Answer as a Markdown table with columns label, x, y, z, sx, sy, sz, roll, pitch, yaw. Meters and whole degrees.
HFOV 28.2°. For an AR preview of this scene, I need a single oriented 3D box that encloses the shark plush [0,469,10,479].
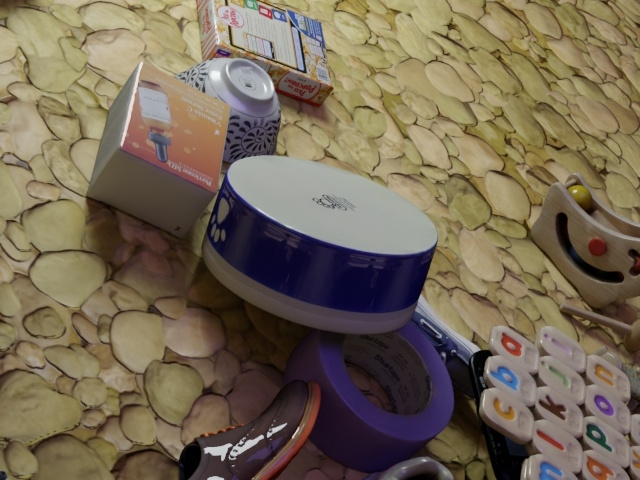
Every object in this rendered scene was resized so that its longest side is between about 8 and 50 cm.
| label | x | y | z | sx | sy | sz | roll | pitch | yaw |
| --- | --- | --- | --- | --- | --- | --- | --- | --- | --- |
| shark plush | -0.313 | 0.239 | 1.140 | 0.161 | 0.073 | 0.067 | 33 | 53 | -44 |

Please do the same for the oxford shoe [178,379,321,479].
| label | x | y | z | sx | sy | sz | roll | pitch | yaw |
| --- | --- | --- | --- | --- | --- | --- | --- | --- | --- |
| oxford shoe | -0.082 | 0.216 | 1.306 | 0.098 | 0.097 | 0.271 | 36 | 37 | 2 |

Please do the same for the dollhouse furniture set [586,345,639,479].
| label | x | y | z | sx | sy | sz | roll | pitch | yaw |
| --- | --- | --- | --- | --- | --- | --- | --- | --- | --- |
| dollhouse furniture set | 0.369 | 0.226 | 1.637 | 0.182 | 0.101 | 0.161 | 28 | 36 | -45 |

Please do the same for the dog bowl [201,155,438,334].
| label | x | y | z | sx | sy | sz | roll | pitch | yaw |
| --- | --- | --- | --- | --- | --- | --- | --- | --- | --- |
| dog bowl | 0.000 | 0.000 | 1.494 | 0.265 | 0.104 | 0.265 | 16 | 21 | -6 |

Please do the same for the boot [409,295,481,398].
| label | x | y | z | sx | sy | sz | roll | pitch | yaw |
| --- | --- | --- | --- | --- | --- | --- | --- | --- | --- |
| boot | 0.132 | 0.142 | 1.594 | 0.190 | 0.069 | 0.086 | 44 | 44 | 16 |

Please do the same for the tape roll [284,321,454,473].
| label | x | y | z | sx | sy | sz | roll | pitch | yaw |
| --- | --- | --- | --- | --- | --- | --- | --- | --- | --- |
| tape roll | 0.057 | 0.169 | 1.481 | 0.189 | 0.080 | 0.189 | 24 | 40 | -22 |

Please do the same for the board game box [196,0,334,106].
| label | x | y | z | sx | sy | sz | roll | pitch | yaw |
| --- | --- | --- | --- | --- | --- | --- | --- | --- | --- |
| board game box | -0.080 | -0.285 | 1.834 | 0.193 | 0.045 | 0.146 | 17 | 44 | -28 |

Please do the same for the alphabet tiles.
| label | x | y | z | sx | sy | sz | roll | pitch | yaw |
| --- | --- | --- | --- | --- | --- | --- | --- | --- | --- |
| alphabet tiles | 0.304 | 0.222 | 1.491 | 0.278 | 0.021 | 0.284 | 32 | 36 | -10 |

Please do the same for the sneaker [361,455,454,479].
| label | x | y | z | sx | sy | sz | roll | pitch | yaw |
| --- | --- | --- | --- | --- | --- | --- | --- | --- | --- |
| sneaker | 0.068 | 0.310 | 1.326 | 0.103 | 0.111 | 0.252 | 37 | 38 | -6 |

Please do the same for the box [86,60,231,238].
| label | x | y | z | sx | sy | sz | roll | pitch | yaw |
| --- | --- | --- | --- | --- | --- | --- | --- | --- | --- |
| box | -0.191 | -0.110 | 1.529 | 0.130 | 0.091 | 0.170 | 25 | 40 | -20 |

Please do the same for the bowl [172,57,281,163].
| label | x | y | z | sx | sy | sz | roll | pitch | yaw |
| --- | --- | --- | --- | --- | --- | --- | --- | --- | --- |
| bowl | -0.111 | -0.188 | 1.684 | 0.170 | 0.080 | 0.170 | 24 | 41 | -23 |

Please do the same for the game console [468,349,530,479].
| label | x | y | z | sx | sy | sz | roll | pitch | yaw |
| --- | --- | --- | --- | --- | --- | --- | --- | --- | --- |
| game console | 0.232 | 0.268 | 1.437 | 0.213 | 0.044 | 0.361 | 15 | 42 | -25 |

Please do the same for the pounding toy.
| label | x | y | z | sx | sy | sz | roll | pitch | yaw |
| --- | --- | --- | --- | --- | --- | --- | --- | --- | --- |
| pounding toy | 0.423 | 0.025 | 1.879 | 0.269 | 0.154 | 0.155 | 50 | 38 | 12 |
